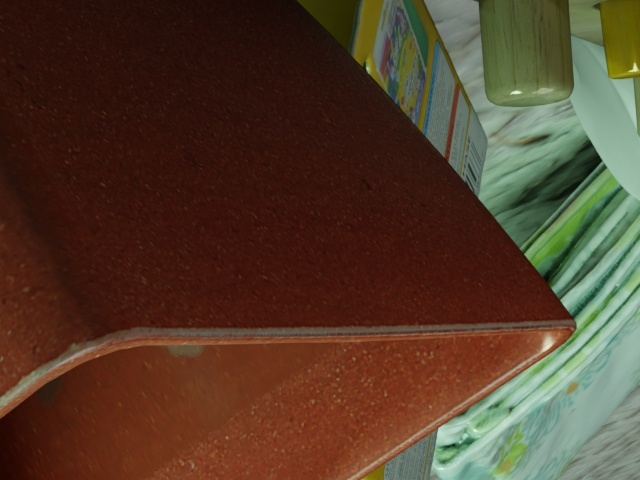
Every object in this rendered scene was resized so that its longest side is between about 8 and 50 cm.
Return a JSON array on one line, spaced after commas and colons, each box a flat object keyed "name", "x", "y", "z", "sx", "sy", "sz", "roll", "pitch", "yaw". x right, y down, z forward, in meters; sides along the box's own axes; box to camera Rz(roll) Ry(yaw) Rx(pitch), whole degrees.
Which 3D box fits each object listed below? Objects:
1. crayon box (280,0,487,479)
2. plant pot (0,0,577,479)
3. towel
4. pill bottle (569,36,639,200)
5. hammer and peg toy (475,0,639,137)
[{"name": "crayon box", "x": 0.000, "y": 0.000, "z": 0.859, "sx": 0.083, "sy": 0.203, "sz": 0.323, "roll": 8, "pitch": 169, "yaw": 13}, {"name": "plant pot", "x": -0.131, "y": -0.001, "z": 0.597, "sx": 0.267, "sy": 0.236, "sz": 0.267, "roll": -37, "pitch": 161, "yaw": 24}, {"name": "towel", "x": 0.194, "y": 0.054, "z": 1.373, "sx": 0.320, "sy": 0.090, "sz": 0.374, "roll": -45, "pitch": 164, "yaw": -3}, {"name": "pill bottle", "x": 0.242, "y": -0.113, "z": 1.058, "sx": 0.208, "sy": 0.118, "sz": 0.117, "roll": -27, "pitch": 163, "yaw": -5}, {"name": "hammer and peg toy", "x": 0.253, "y": -0.122, "z": 0.805, "sx": 0.361, "sy": 0.127, "sz": 0.266, "roll": -6, "pitch": 175, "yaw": 28}]
